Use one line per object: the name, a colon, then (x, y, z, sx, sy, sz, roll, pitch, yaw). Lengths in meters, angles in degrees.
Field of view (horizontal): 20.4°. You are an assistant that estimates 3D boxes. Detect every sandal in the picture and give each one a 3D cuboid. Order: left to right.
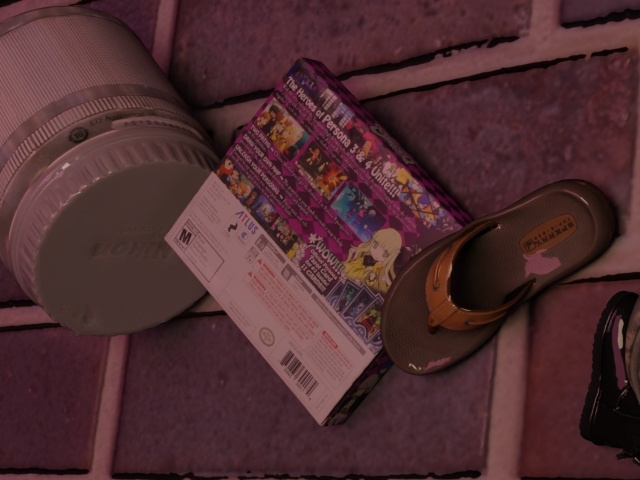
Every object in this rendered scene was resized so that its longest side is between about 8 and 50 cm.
sandal: (0.126, 0.031, 1.347, 0.219, 0.060, 0.090, -32, 91, 29)

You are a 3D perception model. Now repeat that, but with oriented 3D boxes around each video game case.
video game case: (0.000, 0.000, 1.480, 0.232, 0.042, 0.210, 48, 113, 25)

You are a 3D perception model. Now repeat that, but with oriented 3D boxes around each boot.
boot: (0.234, 0.103, 1.239, 0.099, 0.045, 0.121, 16, 95, 51)

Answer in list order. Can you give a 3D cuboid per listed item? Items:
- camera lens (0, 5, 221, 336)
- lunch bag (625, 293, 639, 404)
camera lens: (-0.219, -0.071, 1.655, 0.219, 0.219, 0.274, -54, 44, 18)
lunch bag: (0.308, -0.024, 1.018, 0.305, 0.212, 0.256, -60, 3, -25)
